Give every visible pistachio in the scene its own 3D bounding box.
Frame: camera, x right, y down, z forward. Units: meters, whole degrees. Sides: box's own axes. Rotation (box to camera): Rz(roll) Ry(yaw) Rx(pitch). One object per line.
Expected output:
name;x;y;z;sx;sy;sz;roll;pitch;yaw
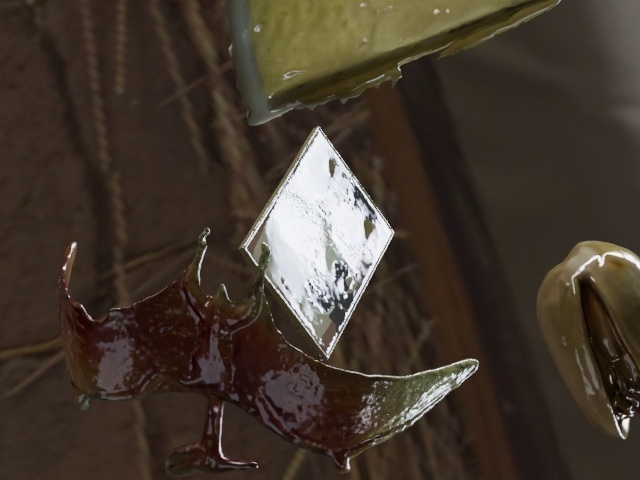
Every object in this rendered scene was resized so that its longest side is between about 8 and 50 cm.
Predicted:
pistachio;0.302;0.102;2.043;0.206;0.129;0.131;68;18;-6

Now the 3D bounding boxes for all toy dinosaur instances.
toy dinosaur;-0.057;0.082;1.527;0.113;0.327;0.207;-41;115;-61

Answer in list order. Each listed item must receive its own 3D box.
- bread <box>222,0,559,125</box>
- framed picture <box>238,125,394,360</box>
bread;0.123;-0.274;1.258;0.242;0.405;0.346;-55;136;-41
framed picture;0.000;0.000;1.843;0.136;0.010;0.201;54;37;-21
